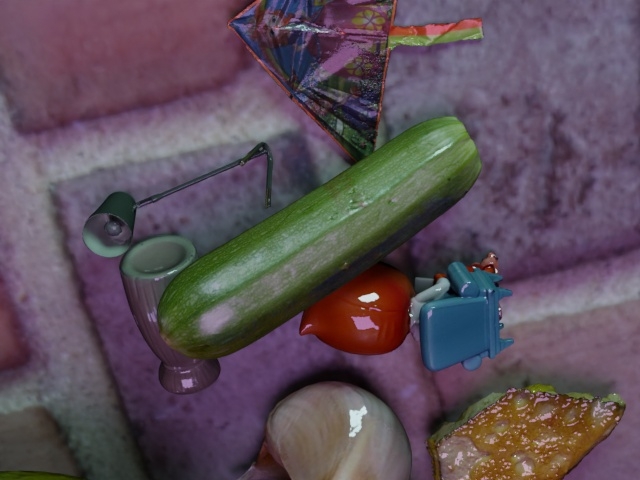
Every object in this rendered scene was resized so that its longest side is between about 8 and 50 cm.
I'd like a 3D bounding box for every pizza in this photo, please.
[{"bbox_3d":[0.138,0.145,0.895,0.160,0.036,0.099,-40,113,15],"label":"pizza"}]

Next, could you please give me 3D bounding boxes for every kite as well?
[{"bbox_3d":[0.022,-0.128,0.761,0.159,0.010,0.190,5,119,-8],"label":"kite"}]

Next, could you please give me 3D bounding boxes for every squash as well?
[{"bbox_3d":[0.000,0.000,0.772,0.229,0.066,0.066,-33,115,-4],"label":"squash"}]

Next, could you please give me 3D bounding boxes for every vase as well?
[{"bbox_3d":[-0.097,0.051,0.823,0.053,0.053,0.101,-10,121,1],"label":"vase"}]

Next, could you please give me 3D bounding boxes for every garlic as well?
[{"bbox_3d":[0.016,0.184,0.883,0.124,0.099,0.174,-32,121,-9],"label":"garlic"}]

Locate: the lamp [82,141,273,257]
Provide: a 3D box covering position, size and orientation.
[{"bbox_3d":[-0.090,-0.028,0.788,0.121,0.054,0.041,-17,117,13],"label":"lamp"}]

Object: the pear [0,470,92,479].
[{"bbox_3d":[-0.206,0.315,0.802,0.413,0.352,0.352,20,114,-20],"label":"pear"}]

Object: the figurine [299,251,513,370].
[{"bbox_3d":[0.054,0.047,0.817,0.140,0.075,0.068,-3,117,-4],"label":"figurine"}]
